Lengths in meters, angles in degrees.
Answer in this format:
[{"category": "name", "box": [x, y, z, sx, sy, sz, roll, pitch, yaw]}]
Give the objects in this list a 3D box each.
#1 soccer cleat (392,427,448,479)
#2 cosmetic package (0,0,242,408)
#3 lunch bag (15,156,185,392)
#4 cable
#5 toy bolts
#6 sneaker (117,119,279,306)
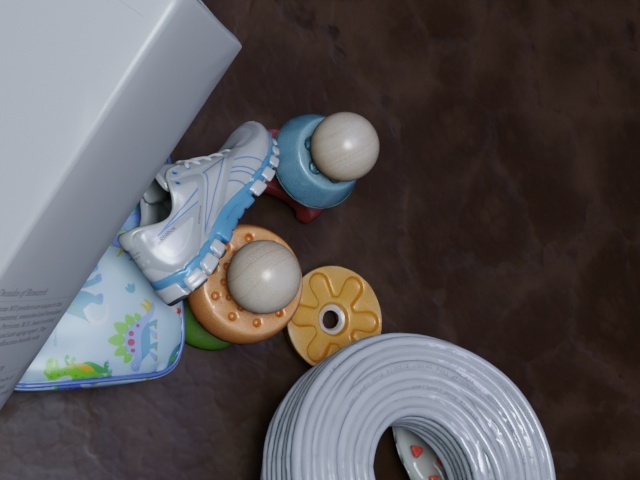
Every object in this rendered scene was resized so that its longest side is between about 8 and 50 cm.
[{"category": "soccer cleat", "box": [0.117, 0.241, 0.943, 0.068, 0.076, 0.196, -18, 69, -26]}, {"category": "cosmetic package", "box": [-0.240, -0.047, 0.655, 0.197, 0.155, 0.366, 33, 94, 8]}, {"category": "lunch bag", "box": [-0.207, 0.012, 0.801, 0.176, 0.090, 0.219, -2, 82, -27]}, {"category": "cable", "box": [0.078, 0.207, 0.833, 0.257, 0.089, 0.257, 25, 59, -14]}, {"category": "toy bolts", "box": [0.000, 0.000, 0.871, 0.218, 0.158, 0.229, 23, 71, -22]}, {"category": "sneaker", "box": [-0.097, -0.044, 0.784, 0.083, 0.071, 0.191, 46, 45, -22]}]
